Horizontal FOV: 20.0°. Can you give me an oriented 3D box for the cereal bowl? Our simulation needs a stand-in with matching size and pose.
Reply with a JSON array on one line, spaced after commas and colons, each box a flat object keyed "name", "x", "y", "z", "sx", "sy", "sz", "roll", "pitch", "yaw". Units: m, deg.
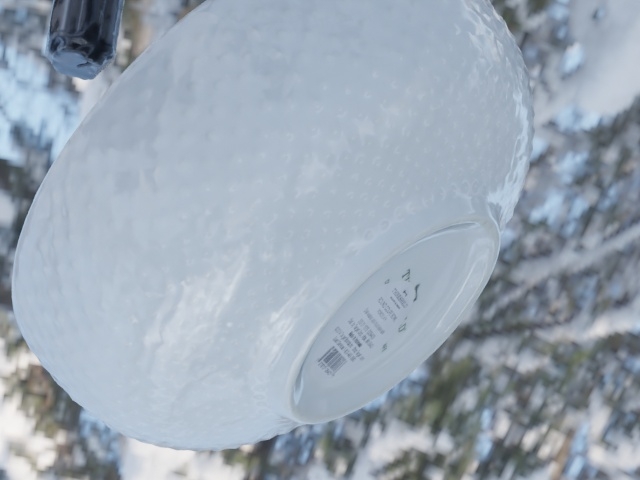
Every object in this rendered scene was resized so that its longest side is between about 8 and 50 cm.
[{"name": "cereal bowl", "x": 0.000, "y": 0.000, "z": 1.041, "sx": 0.339, "sy": 0.339, "sz": 0.141, "roll": -25, "pitch": -121, "yaw": -36}]

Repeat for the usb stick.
[{"name": "usb stick", "x": -0.134, "y": -0.240, "z": 1.180, "sx": 0.045, "sy": 0.077, "sz": 0.278, "roll": 11, "pitch": -102, "yaw": -10}]
